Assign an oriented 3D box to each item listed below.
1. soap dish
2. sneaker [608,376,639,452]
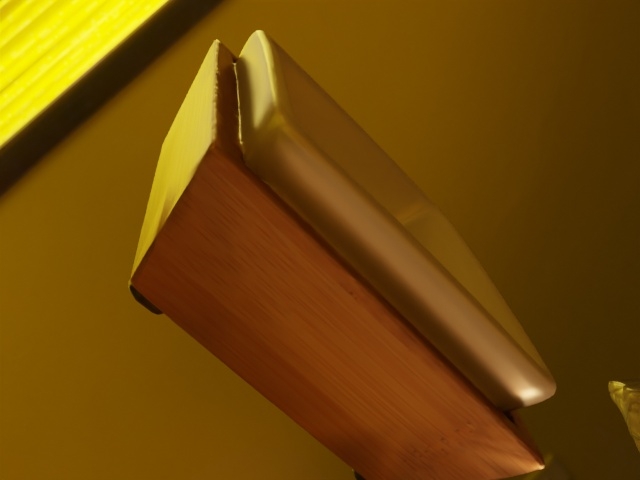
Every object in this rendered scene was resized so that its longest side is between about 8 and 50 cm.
[{"bbox_3d":[0.000,0.000,0.501,0.229,0.118,0.291,43,11,-20],"label":"soap dish"},{"bbox_3d":[0.240,0.128,0.595,0.152,0.054,0.061,12,67,-71],"label":"sneaker"}]
